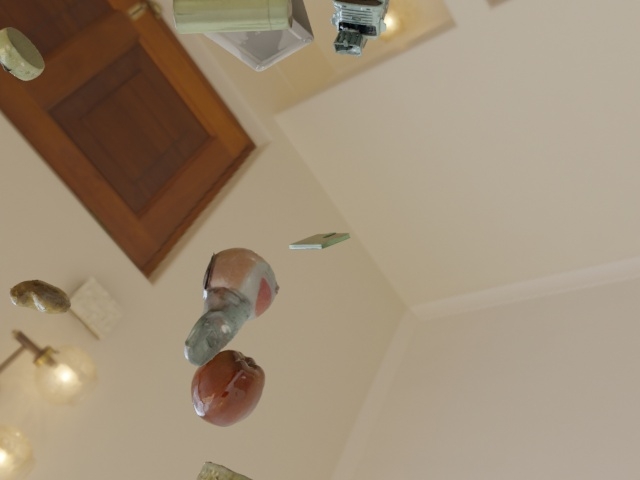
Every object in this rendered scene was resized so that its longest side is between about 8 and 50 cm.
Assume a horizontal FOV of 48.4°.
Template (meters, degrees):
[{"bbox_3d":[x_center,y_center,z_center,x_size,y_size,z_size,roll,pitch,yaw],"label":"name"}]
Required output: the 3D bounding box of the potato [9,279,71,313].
[{"bbox_3d":[-0.428,0.085,1.091,0.045,0.092,0.046,-156,-98,-77],"label":"potato"}]

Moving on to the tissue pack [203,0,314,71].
[{"bbox_3d":[-0.143,-0.470,1.433,0.159,0.136,0.246,-24,161,21],"label":"tissue pack"}]

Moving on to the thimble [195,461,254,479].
[{"bbox_3d":[-0.157,0.584,1.478,0.271,0.271,0.150,-6,-129,52],"label":"thimble"}]

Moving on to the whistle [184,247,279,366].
[{"bbox_3d":[-0.202,0.147,1.623,0.189,0.189,0.348,-21,-150,34],"label":"whistle"}]

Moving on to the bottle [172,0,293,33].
[{"bbox_3d":[-0.152,-0.402,1.248,0.201,0.072,0.072,-1,-151,5],"label":"bottle"}]

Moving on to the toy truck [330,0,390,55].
[{"bbox_3d":[0.113,-0.590,1.700,0.133,0.184,0.338,10,-121,10],"label":"toy truck"}]

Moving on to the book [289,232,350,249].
[{"bbox_3d":[0.000,0.000,1.786,0.103,0.017,0.135,-21,-168,-36],"label":"book"}]

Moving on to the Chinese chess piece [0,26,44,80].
[{"bbox_3d":[-0.465,-0.286,1.094,0.034,0.084,0.084,-32,-158,11],"label":"Chinese chess piece"}]

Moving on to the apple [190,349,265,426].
[{"bbox_3d":[-0.284,0.447,2.174,0.234,0.234,0.234,-31,-157,14],"label":"apple"}]
